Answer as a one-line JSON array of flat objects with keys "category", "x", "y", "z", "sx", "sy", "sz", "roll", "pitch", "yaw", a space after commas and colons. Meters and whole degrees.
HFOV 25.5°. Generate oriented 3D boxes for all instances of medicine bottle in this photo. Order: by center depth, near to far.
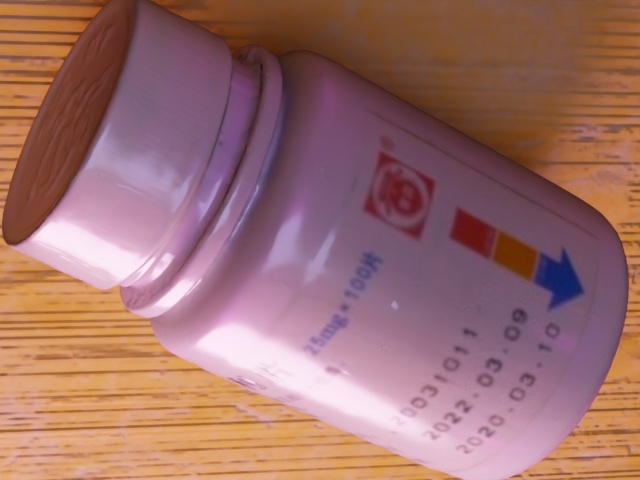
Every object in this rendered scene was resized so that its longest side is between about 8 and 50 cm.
[{"category": "medicine bottle", "x": 0.000, "y": 0.000, "z": 0.723, "sx": 0.293, "sy": 0.170, "sz": 0.170, "roll": 27, "pitch": 105, "yaw": -23}]
